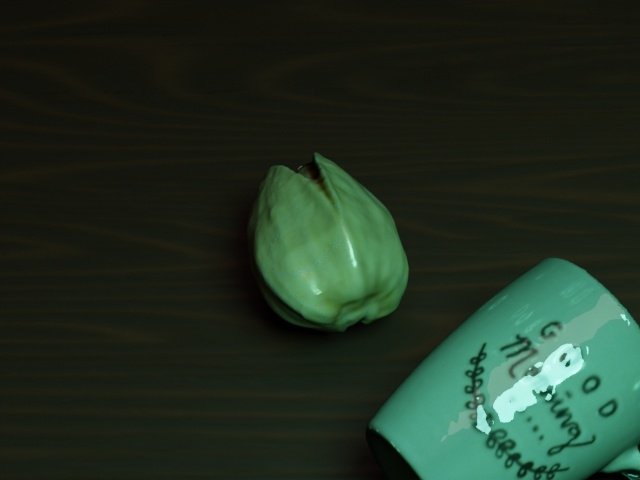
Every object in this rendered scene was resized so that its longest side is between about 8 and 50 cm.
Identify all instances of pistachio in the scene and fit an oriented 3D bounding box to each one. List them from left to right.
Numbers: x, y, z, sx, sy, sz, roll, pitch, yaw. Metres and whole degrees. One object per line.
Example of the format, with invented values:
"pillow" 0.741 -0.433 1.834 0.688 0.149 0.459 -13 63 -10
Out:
"pistachio" 0.000 0.000 1.738 0.157 0.157 0.229 -16 37 -9

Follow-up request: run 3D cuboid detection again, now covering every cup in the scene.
"cup" 0.193 0.184 1.564 0.234 0.186 0.258 -36 82 -14
